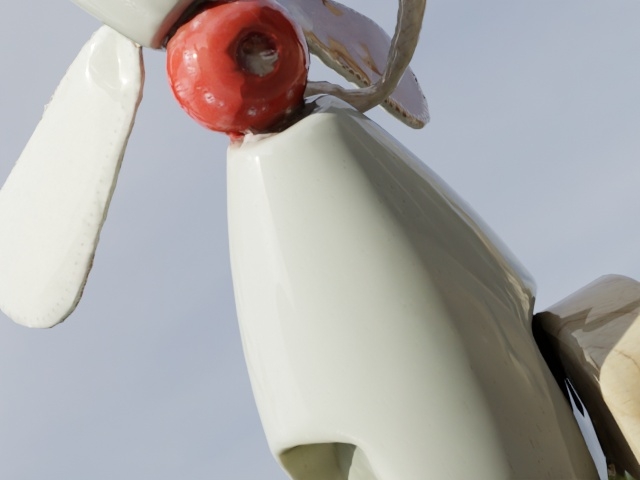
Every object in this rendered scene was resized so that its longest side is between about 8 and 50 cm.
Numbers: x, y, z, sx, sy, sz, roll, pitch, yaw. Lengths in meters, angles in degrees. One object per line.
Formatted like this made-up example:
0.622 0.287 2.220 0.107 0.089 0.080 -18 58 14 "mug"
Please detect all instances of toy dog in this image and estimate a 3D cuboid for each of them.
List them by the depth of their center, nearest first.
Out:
0.000 0.000 0.645 0.220 0.333 0.161 -12 -5 -14 "toy dog"
